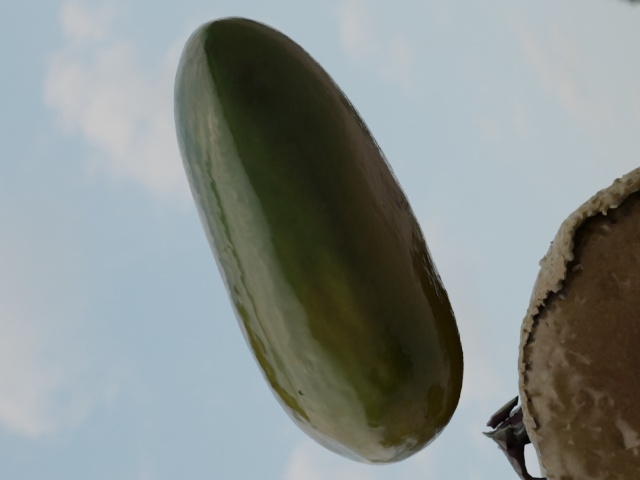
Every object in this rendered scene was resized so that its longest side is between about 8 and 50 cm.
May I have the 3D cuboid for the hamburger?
[{"bbox_3d":[0.277,0.092,1.043,0.277,0.318,0.195,43,-179,25],"label":"hamburger"}]

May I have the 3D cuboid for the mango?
[{"bbox_3d":[0.001,-0.001,0.691,0.137,0.091,0.237,-74,-34,-69],"label":"mango"}]
